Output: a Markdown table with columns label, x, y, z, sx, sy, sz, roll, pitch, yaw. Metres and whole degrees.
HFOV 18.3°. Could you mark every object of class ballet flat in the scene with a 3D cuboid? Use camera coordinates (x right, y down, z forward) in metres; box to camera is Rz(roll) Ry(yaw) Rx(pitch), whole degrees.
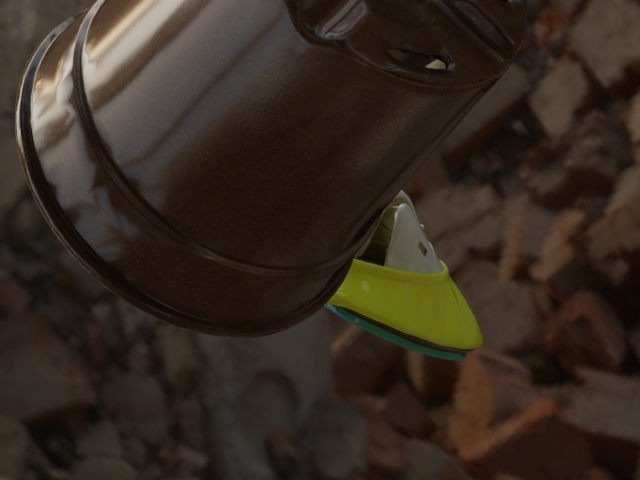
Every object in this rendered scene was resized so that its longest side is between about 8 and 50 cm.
| label | x | y | z | sx | sy | sz | roll | pitch | yaw |
| --- | --- | --- | --- | --- | --- | --- | --- | --- | --- |
| ballet flat | 0.000 | 0.000 | 0.945 | 0.077 | 0.231 | 0.077 | 38 | 108 | 54 |

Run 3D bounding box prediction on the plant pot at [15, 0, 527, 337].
| label | x | y | z | sx | sy | sz | roll | pitch | yaw |
| --- | --- | --- | --- | --- | --- | --- | --- | --- | --- |
| plant pot | -0.014 | -0.070 | 0.796 | 0.165 | 0.167 | 0.167 | -42 | 36 | 47 |
